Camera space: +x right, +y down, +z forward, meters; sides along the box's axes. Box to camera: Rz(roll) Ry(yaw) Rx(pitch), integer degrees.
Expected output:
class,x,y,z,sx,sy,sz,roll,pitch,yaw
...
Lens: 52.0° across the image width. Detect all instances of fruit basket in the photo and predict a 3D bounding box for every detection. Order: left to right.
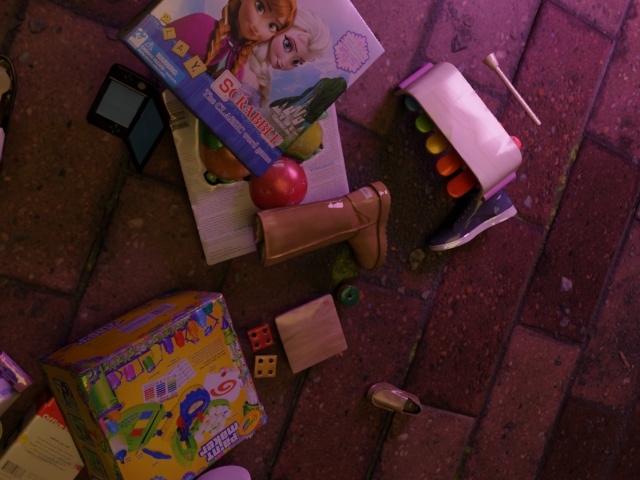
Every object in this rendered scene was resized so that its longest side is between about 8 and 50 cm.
class,x,y,z,sx,sy,sz,roll,pitch,yaw
fruit basket,-0.110,-0.160,1.275,0.327,0.165,0.353,-20,121,-18

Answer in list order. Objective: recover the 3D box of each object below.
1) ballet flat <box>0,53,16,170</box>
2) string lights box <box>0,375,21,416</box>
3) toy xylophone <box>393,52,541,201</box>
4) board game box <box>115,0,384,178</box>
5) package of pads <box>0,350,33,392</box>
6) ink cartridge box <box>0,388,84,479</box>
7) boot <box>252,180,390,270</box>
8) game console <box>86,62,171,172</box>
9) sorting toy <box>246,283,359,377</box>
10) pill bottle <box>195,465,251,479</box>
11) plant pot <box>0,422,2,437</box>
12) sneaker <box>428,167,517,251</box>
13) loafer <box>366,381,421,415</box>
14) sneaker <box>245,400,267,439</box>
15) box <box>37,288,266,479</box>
class,x,y,z,sx,sy,sz,roll,pitch,yaw
ballet flat,-0.535,-0.184,1.028,0.095,0.096,0.280,16,56,-33
string lights box,-0.649,0.223,1.083,0.260,0.077,0.133,41,82,1
toy xylophone,0.321,-0.250,1.394,0.236,0.081,0.322,-29,88,-12
board game box,-0.100,-0.320,1.067,0.318,0.066,0.319,-46,124,-2
package of pads,-0.571,0.247,1.196,0.050,0.032,0.083,-42,111,-13
ink cartridge box,-0.500,0.376,1.221,0.134,0.078,0.231,41,82,-24
boot,0.000,0.000,1.322,0.270,0.089,0.236,-18,133,-21
game console,-0.338,-0.212,1.148,0.124,0.085,0.144,26,130,-23
sorting toy,-0.034,0.197,1.400,0.275,0.046,0.132,-23,107,-18
pill bottle,-0.168,0.636,1.346,0.182,0.181,0.322,-16,104,-19
plant pot,-0.609,0.325,1.167,0.083,0.079,0.083,-4,100,-22
sneaker,0.316,-0.085,1.476,0.226,0.086,0.163,-29,106,-13
loafer,0.175,0.366,1.512,0.148,0.050,0.056,17,92,-24
sneaker,-0.167,0.400,1.378,0.135,0.052,0.058,-37,114,-12
box,-0.292,0.276,1.184,0.290,0.177,0.279,-29,109,-40
